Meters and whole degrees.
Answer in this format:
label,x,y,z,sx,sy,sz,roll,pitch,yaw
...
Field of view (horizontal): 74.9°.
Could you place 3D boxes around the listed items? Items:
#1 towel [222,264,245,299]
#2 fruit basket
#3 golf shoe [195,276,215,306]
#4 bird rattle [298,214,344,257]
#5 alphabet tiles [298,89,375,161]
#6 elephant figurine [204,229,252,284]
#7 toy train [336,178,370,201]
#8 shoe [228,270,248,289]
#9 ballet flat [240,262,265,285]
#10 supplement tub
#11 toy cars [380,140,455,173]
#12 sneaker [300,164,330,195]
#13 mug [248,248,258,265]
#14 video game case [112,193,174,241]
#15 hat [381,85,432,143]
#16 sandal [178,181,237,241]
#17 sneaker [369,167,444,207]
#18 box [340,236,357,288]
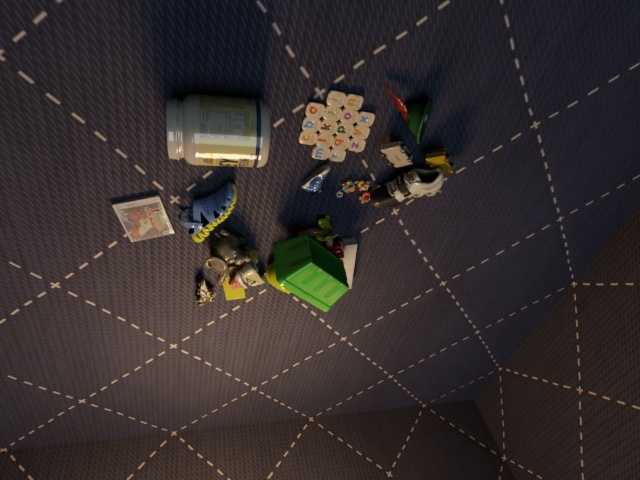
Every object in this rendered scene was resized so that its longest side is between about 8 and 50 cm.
label,x,y,z,sx,sy,sz,roll,pitch,yaw
towel,-0.435,0.209,2.073,0.102,0.021,0.237,-6,133,-7
fruit basket,-0.107,0.166,1.928,0.393,0.282,0.391,-6,139,-5
golf shoe,-0.559,0.239,2.034,0.094,0.077,0.198,-9,141,-23
bird rattle,0.000,0.000,1.975,0.207,0.142,0.253,-7,146,5
alphabet tiles,0.063,-0.441,1.632,0.278,0.021,0.283,3,130,-19
elephant figurine,-0.440,0.082,1.861,0.240,0.185,0.169,-30,174,18
toy train,0.161,-0.212,1.850,0.167,0.046,0.125,4,129,-20
shoe,-0.400,0.193,1.980,0.081,0.063,0.178,-9,159,-2
ballet flat,-0.324,0.171,1.973,0.086,0.086,0.248,-17,159,-1
supplement tub,-0.347,-0.372,1.427,0.325,0.235,0.235,-1,131,-15
toy cars,0.414,-0.362,1.758,0.394,0.087,0.176,7,165,-20
sneaker,-0.001,-0.249,1.758,0.152,0.058,0.085,-36,125,22
mug,-0.323,0.080,1.957,0.062,0.064,0.078,-37,130,18
video game case,-0.722,-0.089,1.715,0.184,0.023,0.201,-12,133,-6
hat,0.327,-0.499,1.640,0.184,0.173,0.208,17,126,14
sandal,-0.462,-0.124,1.698,0.317,0.126,0.138,-42,125,19
sneaker,0.370,-0.245,1.802,0.331,0.122,0.146,-17,153,1
box,0.134,0.122,2.130,0.067,0.063,0.323,-8,133,-11
